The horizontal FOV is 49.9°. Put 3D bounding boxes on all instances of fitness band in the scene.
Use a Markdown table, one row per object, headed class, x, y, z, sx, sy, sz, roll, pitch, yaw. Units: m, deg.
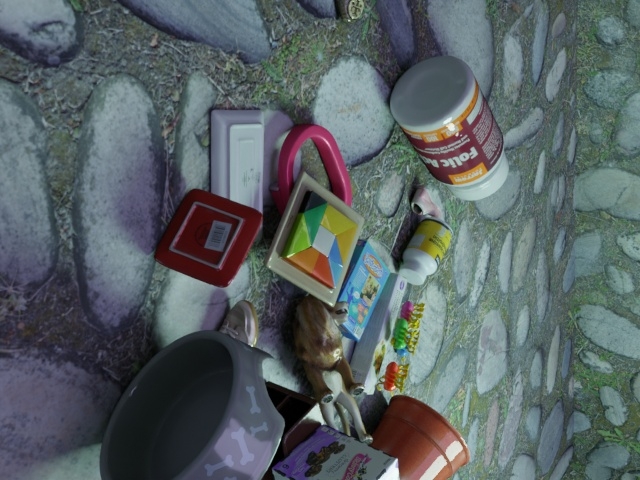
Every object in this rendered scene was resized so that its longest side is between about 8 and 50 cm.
| class | x | y | z | sx | sy | sz | roll | pitch | yaw |
| --- | --- | --- | --- | --- | --- | --- | --- | --- | --- |
| fitness band | -0.016 | -0.118 | 1.531 | 0.209 | 0.054 | 0.291 | -54 | 138 | -34 |

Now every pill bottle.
| class | x | y | z | sx | sy | sz | roll | pitch | yaw |
| --- | --- | --- | --- | --- | --- | --- | --- | --- | --- |
| pill bottle | 0.359 | -0.284 | 1.841 | 0.392 | 0.224 | 0.224 | 44 | 64 | -48 |
| pill bottle | 0.294 | 0.032 | 1.935 | 0.184 | 0.103 | 0.103 | -58 | 139 | -27 |

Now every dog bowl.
| class | x | y | z | sx | sy | sz | roll | pitch | yaw |
| --- | --- | --- | --- | --- | --- | --- | --- | --- | --- |
| dog bowl | -0.221 | 0.302 | 1.137 | 0.102 | 0.348 | 0.349 | 47 | 61 | -34 |

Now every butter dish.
| class | x | y | z | sx | sy | sz | roll | pitch | yaw |
| --- | --- | --- | --- | --- | --- | --- | --- | --- | --- |
| butter dish | -0.195 | 0.009 | 1.267 | 0.118 | 0.159 | 0.160 | 74 | 38 | -66 |

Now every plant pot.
| class | x | y | z | sx | sy | sz | roll | pitch | yaw |
| --- | --- | --- | --- | --- | --- | --- | --- | --- | --- |
| plant pot | 0.220 | 0.613 | 1.875 | 0.265 | 0.272 | 0.272 | -43 | 131 | -28 |

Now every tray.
| class | x | y | z | sx | sy | sz | roll | pitch | yaw |
| --- | --- | --- | --- | --- | --- | --- | --- | --- | --- |
| tray | -0.155 | -0.121 | 1.359 | 0.145 | 0.030 | 0.271 | -14 | 110 | -52 |

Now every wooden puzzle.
| class | x | y | z | sx | sy | sz | roll | pitch | yaw |
| --- | --- | --- | --- | --- | --- | --- | --- | --- | --- |
| wooden puzzle | 0.000 | 0.000 | 1.466 | 0.238 | 0.044 | 0.221 | 37 | 66 | -41 |

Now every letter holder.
| class | x | y | z | sx | sy | sz | roll | pitch | yaw |
| --- | --- | --- | --- | --- | --- | --- | --- | --- | --- |
| letter holder | -0.091 | 0.505 | 1.506 | 0.214 | 0.152 | 0.302 | -41 | 129 | -38 |

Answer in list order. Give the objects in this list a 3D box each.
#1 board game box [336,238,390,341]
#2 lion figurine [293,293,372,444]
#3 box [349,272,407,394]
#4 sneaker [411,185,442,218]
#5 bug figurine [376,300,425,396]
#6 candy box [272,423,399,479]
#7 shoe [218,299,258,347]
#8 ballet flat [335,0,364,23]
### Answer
| class | x | y | z | sx | sy | sz | roll | pitch | yaw |
| --- | --- | --- | --- | --- | --- | --- | --- | --- | --- |
| board game box | 0.090 | 0.125 | 1.734 | 0.160 | 0.047 | 0.210 | 50 | 60 | -46 |
| lion figurine | 0.018 | 0.320 | 1.608 | 0.142 | 0.240 | 0.392 | -14 | 132 | -16 |
| box | 0.148 | 0.243 | 1.827 | 0.063 | 0.067 | 0.324 | 32 | 72 | -53 |
| sneaker | 0.297 | -0.089 | 1.954 | 0.134 | 0.051 | 0.070 | 51 | 61 | -42 |
| bug figurine | 0.222 | 0.282 | 1.873 | 0.279 | 0.072 | 0.216 | -48 | 149 | -65 |
| candy box | 0.032 | 0.469 | 1.370 | 0.164 | 0.196 | 0.070 | -30 | 123 | -41 |
| shoe | -0.179 | 0.226 | 1.376 | 0.058 | 0.076 | 0.219 | 14 | 90 | -59 |
| ballet flat | 0.084 | -0.609 | 1.527 | 0.084 | 0.058 | 0.250 | 2 | 97 | -53 |
